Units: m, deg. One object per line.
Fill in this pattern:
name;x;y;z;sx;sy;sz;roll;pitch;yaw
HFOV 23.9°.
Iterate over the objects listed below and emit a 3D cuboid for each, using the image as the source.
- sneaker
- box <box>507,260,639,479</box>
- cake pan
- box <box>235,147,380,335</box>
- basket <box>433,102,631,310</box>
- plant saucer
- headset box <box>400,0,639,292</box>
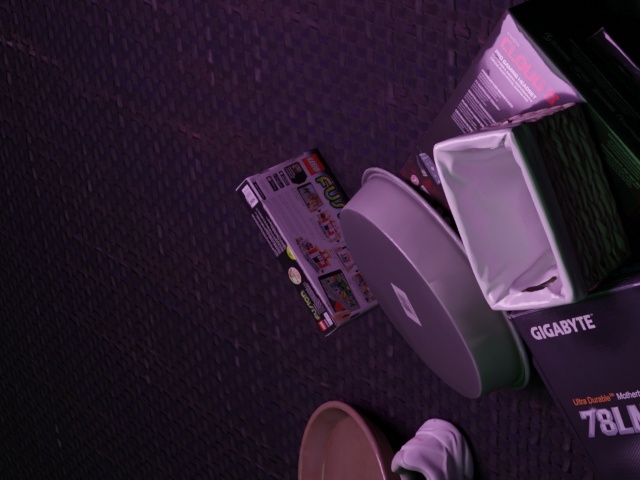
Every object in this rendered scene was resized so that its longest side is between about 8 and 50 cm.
sneaker;0.146;0.341;1.835;0.090;0.115;0.232;-21;95;54
box;0.337;0.155;1.338;0.293;0.073;0.295;59;149;-6
cake pan;0.116;0.055;1.650;0.293;0.054;0.293;52;168;15
box;0.000;0.000;1.808;0.207;0.114;0.036;58;145;8
basket;0.194;-0.033;1.360;0.113;0.103;0.167;-9;106;53
plant saucer;0.043;0.345;1.961;0.278;0.041;0.278;177;90;-65
headset box;0.231;-0.089;1.464;0.218;0.110;0.293;52;143;15
